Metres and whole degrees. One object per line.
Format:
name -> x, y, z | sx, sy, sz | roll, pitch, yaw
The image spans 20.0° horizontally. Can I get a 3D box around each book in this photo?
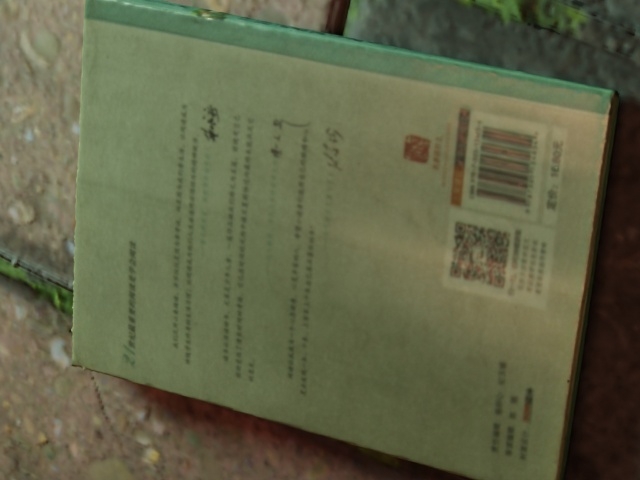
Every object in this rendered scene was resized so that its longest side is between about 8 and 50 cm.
book -> 0.000, 0.000, 0.895 | 0.283, 0.025, 0.215 | 16, 113, 24
